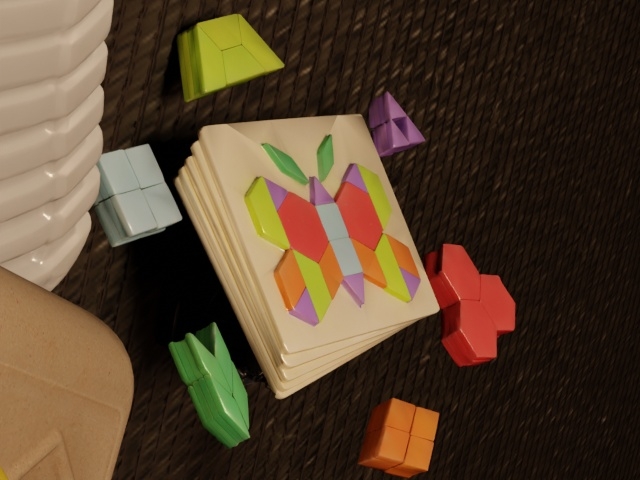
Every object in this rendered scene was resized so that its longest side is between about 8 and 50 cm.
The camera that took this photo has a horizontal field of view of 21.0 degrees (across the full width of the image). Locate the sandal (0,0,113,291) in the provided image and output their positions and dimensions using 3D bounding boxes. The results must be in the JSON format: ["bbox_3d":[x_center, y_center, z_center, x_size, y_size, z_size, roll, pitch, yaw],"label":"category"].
[{"bbox_3d":[-0.161,-0.116,0.716,0.169,0.102,0.416,-39,151,-45],"label":"sandal"}]

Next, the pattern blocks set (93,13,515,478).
[{"bbox_3d":[0.000,0.000,0.996,0.285,0.026,0.325,60,33,-6],"label":"pattern blocks set"}]

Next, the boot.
[{"bbox_3d":[-0.041,0.027,1.030,0.045,0.099,0.121,-4,107,-65],"label":"boot"}]

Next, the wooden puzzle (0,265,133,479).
[{"bbox_3d":[-0.191,0.171,0.713,0.322,0.081,0.347,45,53,-72],"label":"wooden puzzle"}]

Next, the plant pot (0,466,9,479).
[{"bbox_3d":[-0.245,0.045,0.445,0.212,0.212,0.187,6,54,-59],"label":"plant pot"}]
